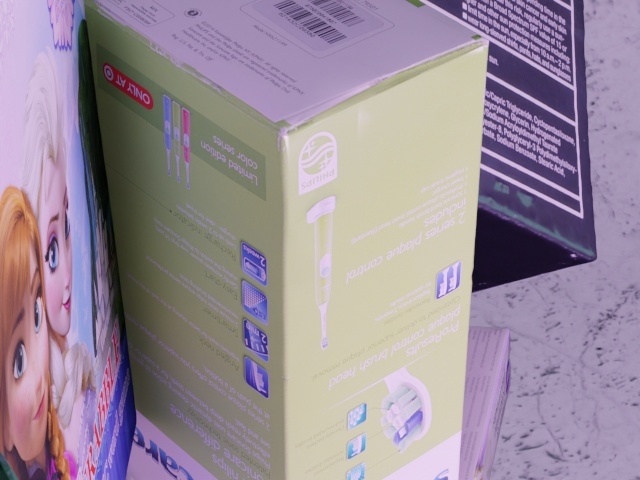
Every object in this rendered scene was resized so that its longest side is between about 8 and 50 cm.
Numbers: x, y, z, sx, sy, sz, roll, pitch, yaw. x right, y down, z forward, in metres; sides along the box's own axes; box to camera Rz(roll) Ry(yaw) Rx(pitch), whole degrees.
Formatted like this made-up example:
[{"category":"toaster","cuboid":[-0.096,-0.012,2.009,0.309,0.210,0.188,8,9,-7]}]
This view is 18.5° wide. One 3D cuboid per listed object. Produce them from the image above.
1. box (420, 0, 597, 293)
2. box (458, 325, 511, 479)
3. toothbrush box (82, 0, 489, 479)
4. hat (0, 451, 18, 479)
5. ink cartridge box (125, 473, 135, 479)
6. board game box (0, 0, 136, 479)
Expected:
[{"category":"box","cuboid":[0.016,-0.141,1.226,0.296,0.182,0.294,23,61,-44]},{"category":"box","cuboid":[0.094,0.175,1.487,0.324,0.067,0.063,-69,159,-58]},{"category":"toothbrush box","cuboid":[-0.038,0.002,0.941,0.206,0.122,0.283,35,-43,38]},{"category":"hat","cuboid":[-0.180,0.098,0.442,0.208,0.183,0.173,-22,-127,50]},{"category":"ink cartridge box","cuboid":[-0.047,0.208,1.332,0.208,0.153,0.087,85,5,-53]},{"category":"board game box","cuboid":[-0.135,0.042,0.751,0.319,0.065,0.318,-86,173,-56]}]
